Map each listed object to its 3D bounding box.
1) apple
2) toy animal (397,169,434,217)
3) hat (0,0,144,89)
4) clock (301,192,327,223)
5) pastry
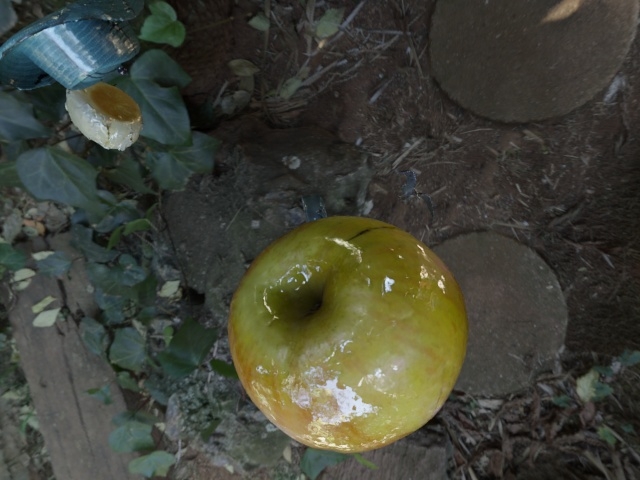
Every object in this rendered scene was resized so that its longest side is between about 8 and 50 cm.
[{"bbox_3d":[0.033,0.105,0.512,0.286,0.286,0.233,-25,137,18],"label":"apple"},{"bbox_3d":[0.118,-0.063,0.558,0.050,0.028,0.084,7,145,52],"label":"toy animal"},{"bbox_3d":[-0.243,-0.205,0.447,0.138,0.190,0.078,-19,127,29],"label":"hat"},{"bbox_3d":[0.000,0.000,0.975,0.049,0.226,0.225,-11,100,-3],"label":"clock"},{"bbox_3d":[-0.469,-0.275,0.920,0.166,0.166,0.088,49,121,0],"label":"pastry"}]
